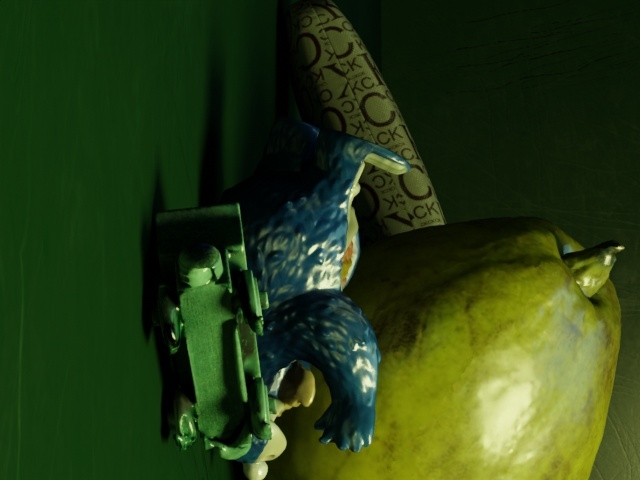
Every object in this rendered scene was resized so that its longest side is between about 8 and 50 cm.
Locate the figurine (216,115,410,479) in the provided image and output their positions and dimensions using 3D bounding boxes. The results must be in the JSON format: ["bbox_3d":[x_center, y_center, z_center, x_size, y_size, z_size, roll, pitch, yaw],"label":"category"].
[{"bbox_3d":[-0.031,0.037,1.389,0.164,0.121,0.262,-13,-115,59],"label":"figurine"}]

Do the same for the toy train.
[{"bbox_3d":[-0.066,0.057,1.206,0.099,0.070,0.172,-100,-176,-47],"label":"toy train"}]

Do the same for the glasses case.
[{"bbox_3d":[0.047,-0.069,1.837,0.137,0.085,0.354,90,-21,-65],"label":"glasses case"}]

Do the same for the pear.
[{"bbox_3d":[0.098,0.119,1.544,0.287,0.375,0.287,38,23,-20],"label":"pear"}]
